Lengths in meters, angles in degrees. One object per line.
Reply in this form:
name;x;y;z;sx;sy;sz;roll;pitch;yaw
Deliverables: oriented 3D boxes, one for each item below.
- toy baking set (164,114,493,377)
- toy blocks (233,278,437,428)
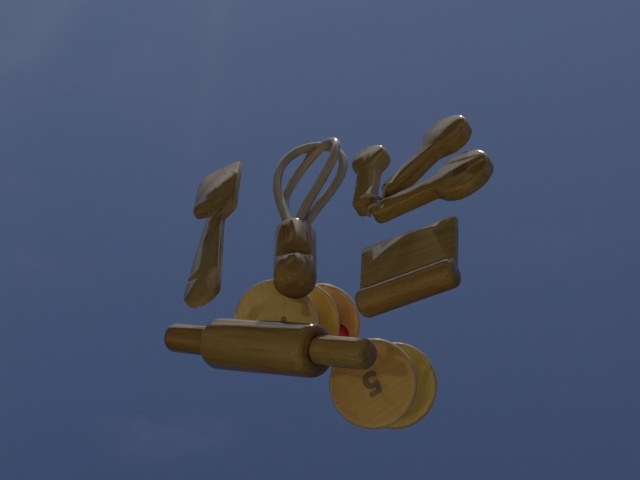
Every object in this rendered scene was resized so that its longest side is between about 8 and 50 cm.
toy baking set;-0.002;0.005;1.114;0.256;0.030;0.197;-3;-139;43
toy blocks;0.021;0.070;1.173;0.123;0.148;0.054;31;-84;15
